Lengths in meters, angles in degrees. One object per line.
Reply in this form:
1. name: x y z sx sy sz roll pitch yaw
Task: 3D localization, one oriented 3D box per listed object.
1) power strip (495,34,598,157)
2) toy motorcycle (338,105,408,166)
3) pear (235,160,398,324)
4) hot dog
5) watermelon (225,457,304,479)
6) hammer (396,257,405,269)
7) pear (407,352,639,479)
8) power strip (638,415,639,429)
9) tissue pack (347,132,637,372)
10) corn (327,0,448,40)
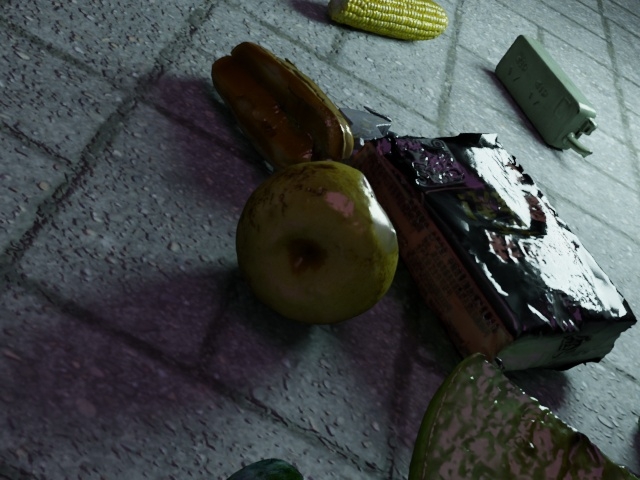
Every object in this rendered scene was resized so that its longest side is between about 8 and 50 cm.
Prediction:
1. power strip: 0.404 -0.247 1.900 0.053 0.093 0.288 15 34 -35
2. toy motorcycle: 0.069 -0.117 1.409 0.215 0.080 0.122 12 34 -31
3. pear: 0.000 0.000 1.094 0.178 0.178 0.178 24 32 -16
4. hot dog: -0.051 -0.162 1.340 0.269 0.109 0.072 52 -5 38
5. watermelon: -0.052 0.216 0.865 0.061 0.085 0.085 56 24 -21
6. hammer: 0.097 0.023 1.300 0.199 0.013 0.062 -5 47 -48
7. pear: 0.166 0.274 0.899 0.288 0.139 0.239 38 45 -1
8. power strip: 0.477 0.205 1.273 0.140 0.139 0.224 45 32 17
9. tissue pack: 0.194 0.013 1.287 0.245 0.123 0.332 -3 49 -39
10. corn: 0.115 -0.389 1.841 0.249 0.081 0.081 3 42 -40
